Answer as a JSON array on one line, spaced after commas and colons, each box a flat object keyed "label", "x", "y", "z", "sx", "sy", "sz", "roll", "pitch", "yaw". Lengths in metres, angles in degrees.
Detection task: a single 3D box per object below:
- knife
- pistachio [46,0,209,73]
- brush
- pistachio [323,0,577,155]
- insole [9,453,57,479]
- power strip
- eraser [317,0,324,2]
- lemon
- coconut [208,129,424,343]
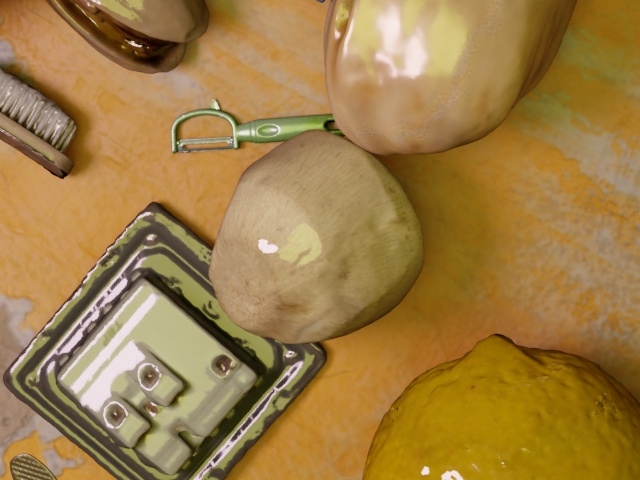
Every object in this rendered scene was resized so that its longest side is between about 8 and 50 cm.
[{"label": "knife", "x": -0.051, "y": -0.123, "z": 1.913, "sx": 0.212, "sy": 0.015, "sz": 0.054, "roll": -3, "pitch": 90, "yaw": 7}, {"label": "pistachio", "x": -0.205, "y": -0.262, "z": 1.862, "sx": 0.206, "sy": 0.131, "sz": 0.129, "roll": 43, "pitch": 145, "yaw": -6}, {"label": "brush", "x": -0.386, "y": -0.176, "z": 1.918, "sx": 0.327, "sy": 0.070, "sz": 0.065, "roll": 31, "pitch": 82, "yaw": 2}, {"label": "pistachio", "x": 0.124, "y": -0.226, "z": 1.778, "sx": 0.229, "sy": 0.238, "sz": 0.321, "roll": 34, "pitch": 90, "yaw": 44}, {"label": "insole", "x": -0.292, "y": 0.289, "z": 2.000, "sx": 0.045, "sy": 0.002, "sz": 0.135, "roll": -30, "pitch": 94, "yaw": 9}, {"label": "power strip", "x": -0.165, "y": 0.133, "z": 1.921, "sx": 0.251, "sy": 0.092, "sz": 0.257, "roll": 41, "pitch": 96, "yaw": 3}, {"label": "eraser", "x": -0.052, "y": -0.309, "z": 1.821, "sx": 0.225, "sy": 0.036, "sz": 0.082, "roll": 33, "pitch": 102, "yaw": 31}, {"label": "lemon", "x": 0.191, "y": 0.268, "z": 1.801, "sx": 0.336, "sy": 0.336, "sz": 0.336, "roll": 1, "pitch": 98, "yaw": 6}, {"label": "coconut", "x": 0.000, "y": 0.000, "z": 1.839, "sx": 0.224, "sy": 0.224, "sz": 0.224, "roll": 1, "pitch": 98, "yaw": 6}]
